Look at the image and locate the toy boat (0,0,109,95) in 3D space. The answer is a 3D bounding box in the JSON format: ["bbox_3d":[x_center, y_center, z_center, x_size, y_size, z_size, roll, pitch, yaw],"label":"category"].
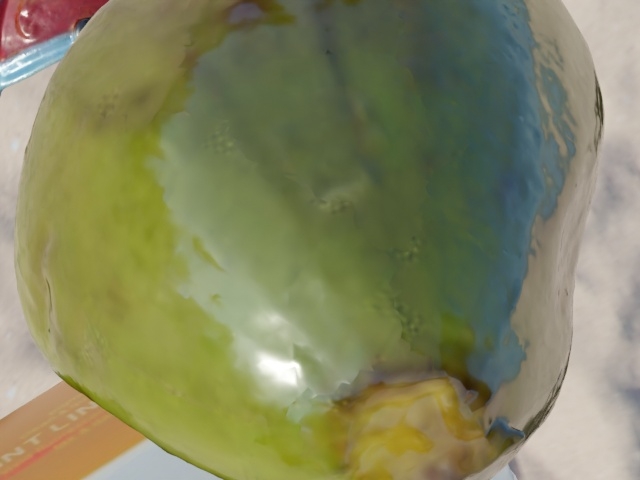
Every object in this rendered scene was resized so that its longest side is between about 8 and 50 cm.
[{"bbox_3d":[-0.081,-0.104,0.864,0.173,0.069,0.058,-21,105,-29],"label":"toy boat"}]

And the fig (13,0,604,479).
[{"bbox_3d":[0.000,0.000,0.442,0.144,0.154,0.165,40,24,-23],"label":"fig"}]

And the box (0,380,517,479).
[{"bbox_3d":[-0.051,0.155,0.656,0.274,0.091,0.220,-33,113,-18],"label":"box"}]
